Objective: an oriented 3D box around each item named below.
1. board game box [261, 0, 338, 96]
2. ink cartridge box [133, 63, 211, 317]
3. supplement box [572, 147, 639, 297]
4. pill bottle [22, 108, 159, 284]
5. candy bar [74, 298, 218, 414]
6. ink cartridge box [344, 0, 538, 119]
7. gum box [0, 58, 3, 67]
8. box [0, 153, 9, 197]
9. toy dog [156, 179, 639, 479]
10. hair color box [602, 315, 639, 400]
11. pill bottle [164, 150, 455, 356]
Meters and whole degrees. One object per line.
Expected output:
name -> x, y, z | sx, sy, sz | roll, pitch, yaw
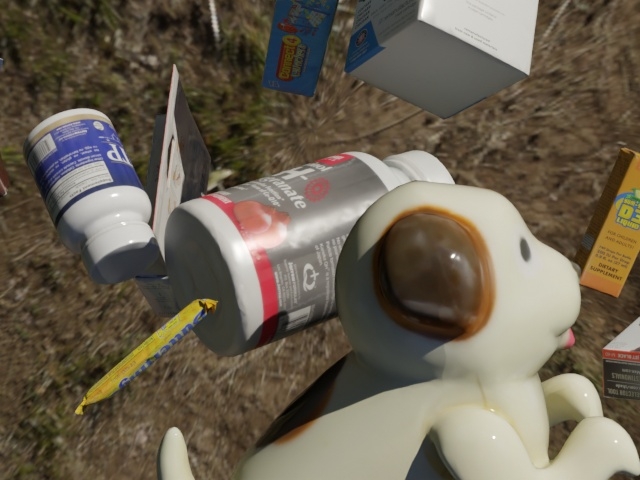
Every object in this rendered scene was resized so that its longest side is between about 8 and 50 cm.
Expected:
board game box -> -0.012, -0.425, 1.675 | 0.086, 0.302, 0.308 | 10, 66, -4
ink cartridge box -> -0.233, -0.071, 1.698 | 0.066, 0.261, 0.296 | -2, 60, 8
supplement box -> 0.490, -0.029, 1.841 | 0.078, 0.080, 0.233 | 20, 99, -4
pill bottle -> -0.258, -0.048, 1.287 | 0.112, 0.112, 0.186 | -30, 66, 3
candy bar -> -0.159, 0.104, 1.027 | 0.161, 0.040, 0.018 | -40, 80, 0
ink cartridge box -> 0.157, -0.307, 1.404 | 0.168, 0.171, 0.232 | 21, 66, -24
gum box -> -0.621, -0.231, 1.841 | 0.157, 0.041, 0.184 | 12, 97, -42
box -> -0.312, -0.094, 0.640 | 0.203, 0.167, 0.168 | -21, 133, -8
toy dog -> 0.084, 0.144, 1.013 | 0.396, 0.284, 0.407 | 20, 105, 9
hair color box -> 0.348, 0.108, 1.099 | 0.093, 0.167, 0.053 | 3, 106, 33
pill bottle -> 0.000, 0.000, 1.273 | 0.319, 0.176, 0.176 | -19, 96, -30
